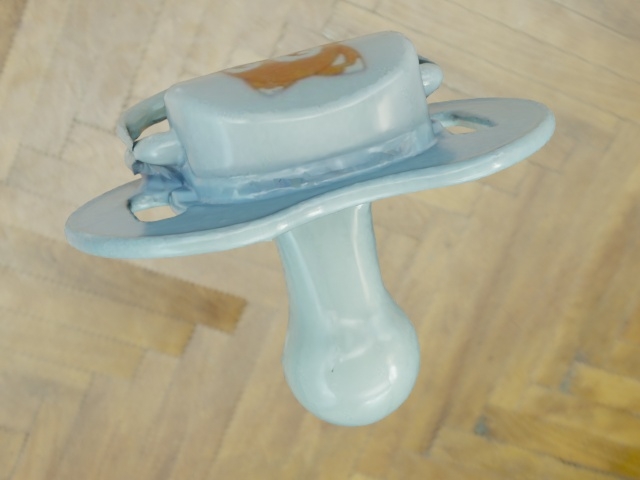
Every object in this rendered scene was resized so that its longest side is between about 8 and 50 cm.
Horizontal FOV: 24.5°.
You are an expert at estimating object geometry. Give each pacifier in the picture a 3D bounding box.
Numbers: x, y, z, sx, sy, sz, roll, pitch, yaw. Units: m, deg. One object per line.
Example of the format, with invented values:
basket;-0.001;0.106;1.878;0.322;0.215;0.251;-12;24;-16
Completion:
pacifier;0.000;0.000;0.901;0.300;0.244;0.233;-15;100;-13
